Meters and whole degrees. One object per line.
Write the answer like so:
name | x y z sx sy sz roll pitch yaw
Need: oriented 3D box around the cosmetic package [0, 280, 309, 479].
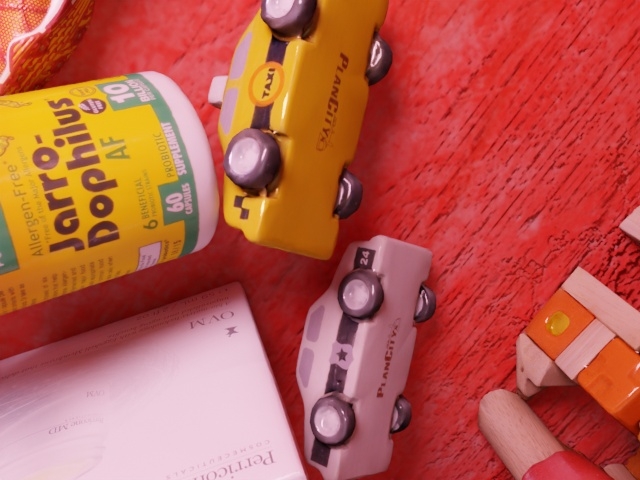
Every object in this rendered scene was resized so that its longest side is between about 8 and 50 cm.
cosmetic package | -0.125 0.164 0.443 0.224 0.225 0.138 -19 119 -8

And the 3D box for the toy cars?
toy cars | 0.000 0.000 0.477 0.176 0.087 0.394 -41 129 -39

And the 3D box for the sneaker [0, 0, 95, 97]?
sneaker | -0.167 -0.158 0.383 0.067 0.064 0.175 26 102 -3

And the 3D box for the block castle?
block castle | 0.393 0.123 0.585 0.303 0.213 0.453 35 101 -27

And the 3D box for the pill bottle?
pill bottle | -0.174 -0.021 0.370 0.208 0.117 0.118 -19 120 -29
